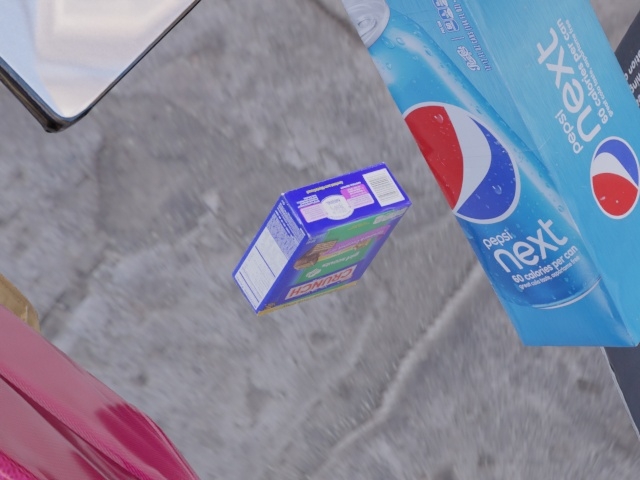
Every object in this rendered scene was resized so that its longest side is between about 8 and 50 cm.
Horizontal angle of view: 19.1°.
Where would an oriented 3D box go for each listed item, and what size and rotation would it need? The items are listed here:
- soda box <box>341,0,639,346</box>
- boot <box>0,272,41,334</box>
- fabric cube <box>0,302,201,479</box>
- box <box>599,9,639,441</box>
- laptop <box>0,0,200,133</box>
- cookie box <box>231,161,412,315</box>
[{"bbox_3d":[0.086,-0.056,0.818,0.071,0.067,0.210,-47,118,-35],"label":"soda box"},{"bbox_3d":[-0.201,0.173,1.169,0.089,0.236,0.269,-9,55,17],"label":"boot"},{"bbox_3d":[-0.184,0.112,0.511,0.258,0.259,0.254,42,88,-27],"label":"fabric cube"},{"bbox_3d":[0.468,0.057,1.255,0.480,0.297,0.471,-6,59,-21],"label":"box"},{"bbox_3d":[-0.074,-0.337,0.773,0.382,0.236,0.408,46,59,-9],"label":"laptop"},{"bbox_3d":[0.000,0.000,1.322,0.092,0.107,0.040,-18,67,-33],"label":"cookie box"}]
